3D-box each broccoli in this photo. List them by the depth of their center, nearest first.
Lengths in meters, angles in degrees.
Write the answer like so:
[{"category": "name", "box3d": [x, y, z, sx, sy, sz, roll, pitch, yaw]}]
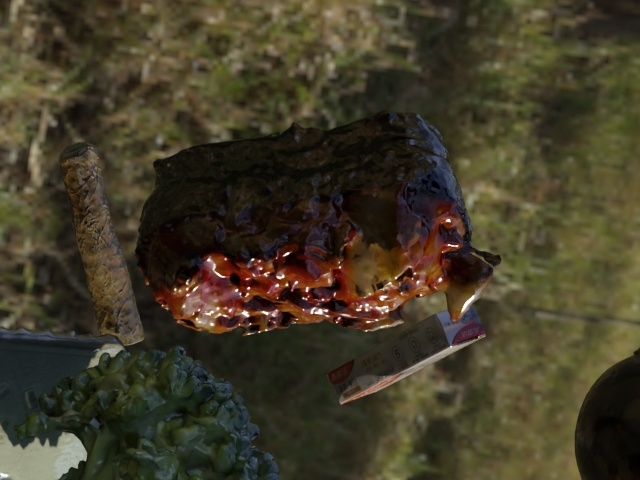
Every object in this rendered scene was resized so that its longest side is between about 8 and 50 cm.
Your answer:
[{"category": "broccoli", "box3d": [-0.145, 0.288, 1.194, 0.317, 0.277, 0.338, -33, 130, -20]}]

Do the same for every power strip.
[{"category": "power strip", "box3d": [-0.286, 0.152, 1.314, 0.198, 0.064, 0.213, 9, 114, -36]}]

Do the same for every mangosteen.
[{"category": "mangosteen", "box3d": [0.381, 0.174, 1.600, 0.231, 0.231, 0.289, -48, 146, -64]}]

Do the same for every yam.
[{"category": "yam", "box3d": [-0.306, 0.007, 2.158, 0.066, 0.066, 0.299, -53, 137, -60]}]

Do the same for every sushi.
[{"category": "sushi", "box3d": [0.000, 0.000, 1.510, 0.196, 0.344, 0.181, 76, 10, -51]}]

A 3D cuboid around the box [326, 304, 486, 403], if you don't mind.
[{"category": "box", "box3d": [0.087, 0.122, 1.643, 0.055, 0.218, 0.039, -16, 79, -37]}]
